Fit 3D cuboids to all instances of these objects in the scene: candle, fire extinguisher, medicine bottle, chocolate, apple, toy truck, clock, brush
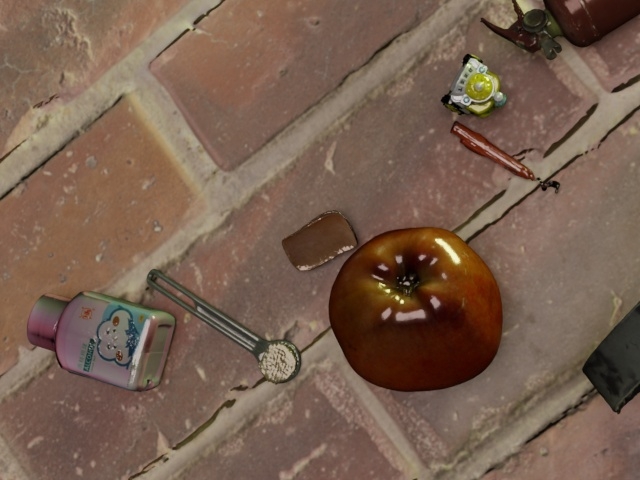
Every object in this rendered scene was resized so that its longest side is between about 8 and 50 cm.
[{"bbox_3d":[0.247,-0.108,1.519,0.167,0.021,0.026,33,121,12],"label":"candle"},{"bbox_3d":[0.371,-0.347,1.466,0.337,0.106,0.147,-31,55,10],"label":"fire extinguisher"},{"bbox_3d":[-0.315,0.137,1.607,0.187,0.094,0.119,14,88,14],"label":"medicine bottle"},{"bbox_3d":[0.000,0.000,1.570,0.100,0.031,0.065,-32,98,14],"label":"chocolate"},{"bbox_3d":[0.118,0.086,1.441,0.233,0.234,0.234,-1,87,14],"label":"apple"},{"bbox_3d":[0.209,-0.195,1.489,0.076,0.111,0.076,28,95,8],"label":"toy truck"},{"bbox_3d":[0.437,0.068,1.310,0.325,0.325,0.067,-46,72,8],"label":"clock"},{"bbox_3d":[-0.143,0.117,1.601,0.266,0.027,0.062,32,94,14],"label":"brush"}]
